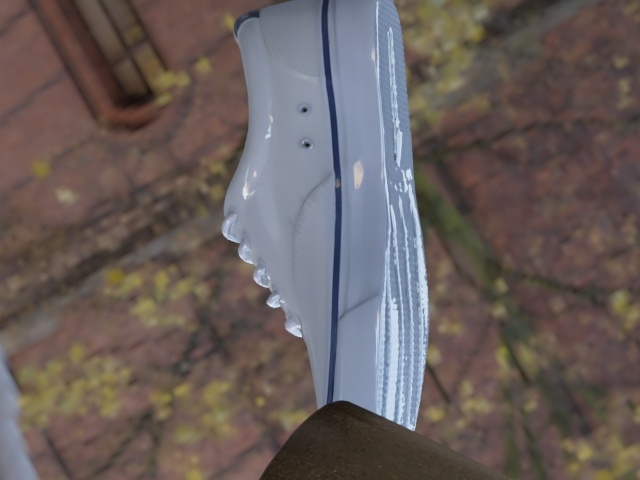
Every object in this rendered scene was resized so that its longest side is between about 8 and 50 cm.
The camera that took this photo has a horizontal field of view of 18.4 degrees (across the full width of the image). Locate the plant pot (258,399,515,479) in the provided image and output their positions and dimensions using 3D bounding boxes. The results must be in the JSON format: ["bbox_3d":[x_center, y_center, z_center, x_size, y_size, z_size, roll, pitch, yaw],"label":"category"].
[{"bbox_3d":[0.092,0.207,0.755,0.254,0.237,0.237,15,-163,17],"label":"plant pot"}]

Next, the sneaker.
[{"bbox_3d":[0.000,0.000,1.011,0.091,0.258,0.094,-6,168,18],"label":"sneaker"}]
